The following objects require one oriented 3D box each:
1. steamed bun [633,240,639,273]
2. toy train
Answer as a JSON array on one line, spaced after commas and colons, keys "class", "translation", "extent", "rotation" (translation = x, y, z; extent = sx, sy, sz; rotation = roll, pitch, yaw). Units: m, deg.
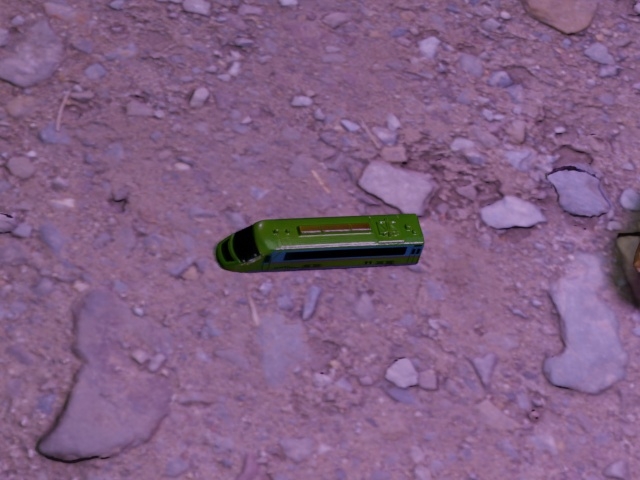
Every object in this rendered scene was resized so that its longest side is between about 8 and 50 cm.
[{"class": "steamed bun", "translation": [0.414, 0.027, 1.868], "extent": [0.177, 0.106, 0.192], "rotation": [25, 41, 11]}, {"class": "toy train", "translation": [0.000, 0.000, 1.817], "extent": [0.209, 0.042, 0.044], "rotation": [-3, 52, -17]}]
